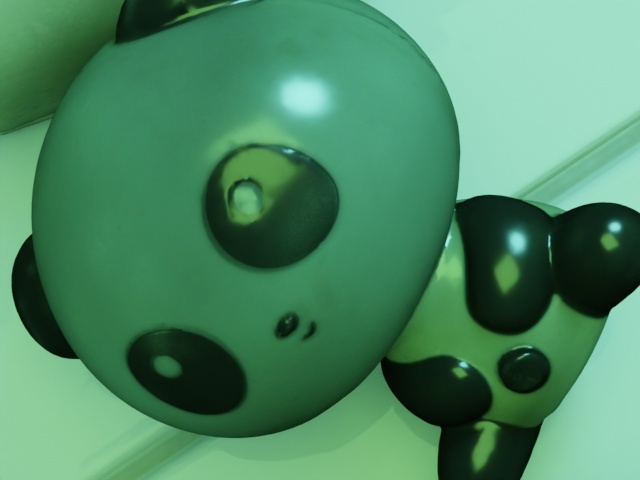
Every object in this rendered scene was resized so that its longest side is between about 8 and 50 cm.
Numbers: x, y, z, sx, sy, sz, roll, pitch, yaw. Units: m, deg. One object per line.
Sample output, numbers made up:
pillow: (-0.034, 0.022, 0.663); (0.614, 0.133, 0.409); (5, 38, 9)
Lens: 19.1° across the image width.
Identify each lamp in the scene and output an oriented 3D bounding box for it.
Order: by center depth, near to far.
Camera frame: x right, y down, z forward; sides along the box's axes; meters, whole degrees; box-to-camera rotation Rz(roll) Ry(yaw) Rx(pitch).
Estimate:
lamp: (0.000, 0.000, 0.797); (0.244, 0.198, 0.198); (24, 81, -6)

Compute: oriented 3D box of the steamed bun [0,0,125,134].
steamed bun: (-0.093, -0.159, 0.840); (0.241, 0.164, 0.146); (-25, 76, 0)
